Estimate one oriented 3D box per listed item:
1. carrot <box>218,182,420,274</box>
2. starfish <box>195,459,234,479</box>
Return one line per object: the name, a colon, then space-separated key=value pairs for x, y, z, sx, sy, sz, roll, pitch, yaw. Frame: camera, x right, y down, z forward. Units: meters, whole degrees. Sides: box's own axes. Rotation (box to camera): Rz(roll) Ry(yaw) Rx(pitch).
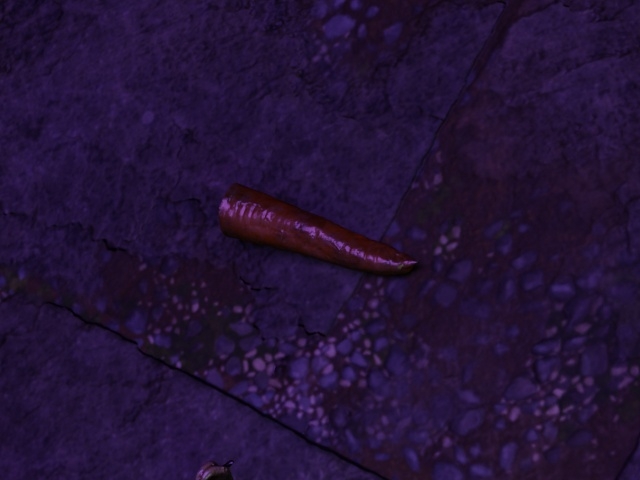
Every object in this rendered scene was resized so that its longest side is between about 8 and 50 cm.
carrot: x=0.000 y=0.000 z=1.961 sx=0.224 sy=0.057 sz=0.057 roll=19 pitch=79 yaw=26
starfish: x=-0.088 y=0.357 z=1.819 sx=0.312 sy=0.113 sz=0.303 roll=-12 pitch=65 yaw=26
